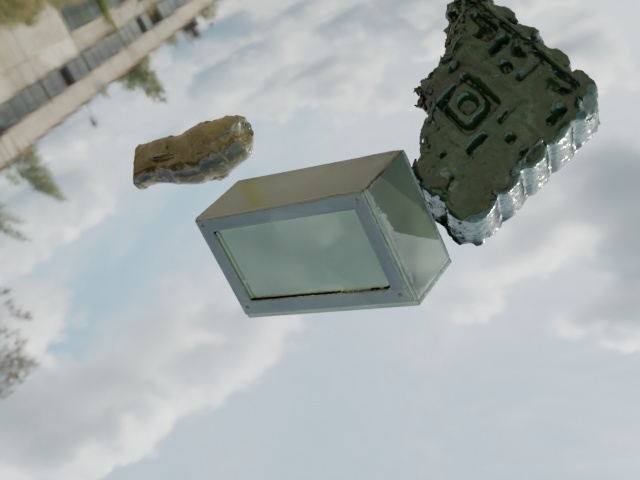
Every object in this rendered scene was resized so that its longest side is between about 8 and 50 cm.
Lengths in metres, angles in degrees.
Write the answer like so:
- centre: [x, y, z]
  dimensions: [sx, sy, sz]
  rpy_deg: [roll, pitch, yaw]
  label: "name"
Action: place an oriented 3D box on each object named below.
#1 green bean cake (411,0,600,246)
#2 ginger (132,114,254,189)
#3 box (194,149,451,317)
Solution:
- centre: [0.152, -0.124, 1.020]
  dimensions: [0.208, 0.193, 0.107]
  rpy_deg: [-46, 166, 0]
  label: "green bean cake"
- centre: [-0.252, -0.170, 2.044]
  dimensions: [0.263, 0.116, 0.109]
  rpy_deg: [-14, -123, 17]
  label: "ginger"
- centre: [0.000, 0.000, 1.026]
  dimensions: [0.225, 0.129, 0.086]
  rpy_deg: [-8, -153, 40]
  label: "box"
